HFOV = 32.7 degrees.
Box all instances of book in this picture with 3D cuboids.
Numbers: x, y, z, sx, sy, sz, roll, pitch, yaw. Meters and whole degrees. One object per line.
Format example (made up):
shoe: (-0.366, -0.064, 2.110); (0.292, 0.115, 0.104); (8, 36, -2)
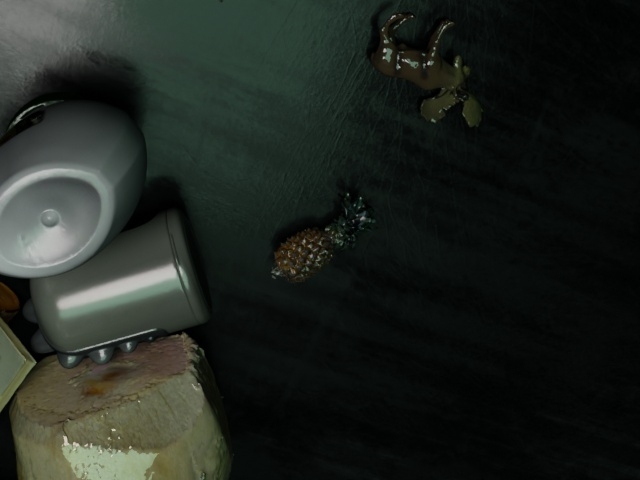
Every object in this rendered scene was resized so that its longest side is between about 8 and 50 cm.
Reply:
book: (-0.622, 0.180, 1.873); (0.289, 0.026, 0.201); (46, 108, 24)

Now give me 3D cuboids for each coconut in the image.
coconut: (-0.340, 0.385, 1.912); (0.404, 0.404, 0.405); (-3, 112, -8)

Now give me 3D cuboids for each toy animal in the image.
toy animal: (0.191, -0.294, 1.895); (0.214, 0.094, 0.186); (10, 105, -5)

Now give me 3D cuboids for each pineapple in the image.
pineapple: (0.000, -0.001, 1.976); (0.221, 0.083, 0.103); (-35, 113, 3)

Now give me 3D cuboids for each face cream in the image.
face cream: (-0.414, -0.090, 1.726); (0.312, 0.357, 0.219); (-36, 112, 6)

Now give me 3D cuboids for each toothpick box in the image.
toothpick box: (-0.358, 0.093, 1.883); (0.316, 0.229, 0.229); (-17, 113, -1)

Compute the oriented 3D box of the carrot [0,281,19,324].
carrot: (-0.643, 0.185, 1.944); (0.102, 0.102, 0.263); (35, 104, -20)
